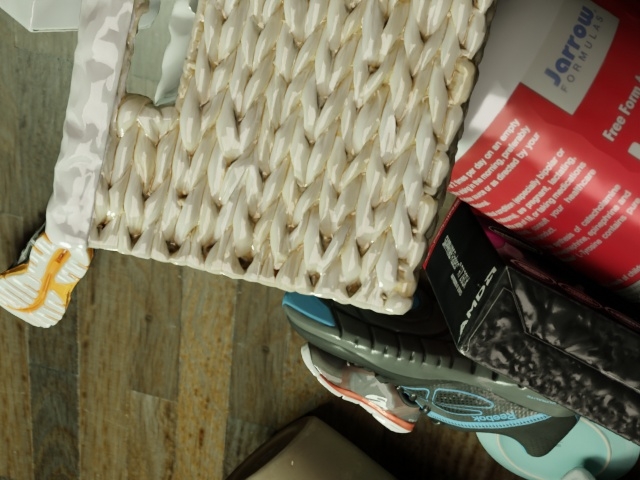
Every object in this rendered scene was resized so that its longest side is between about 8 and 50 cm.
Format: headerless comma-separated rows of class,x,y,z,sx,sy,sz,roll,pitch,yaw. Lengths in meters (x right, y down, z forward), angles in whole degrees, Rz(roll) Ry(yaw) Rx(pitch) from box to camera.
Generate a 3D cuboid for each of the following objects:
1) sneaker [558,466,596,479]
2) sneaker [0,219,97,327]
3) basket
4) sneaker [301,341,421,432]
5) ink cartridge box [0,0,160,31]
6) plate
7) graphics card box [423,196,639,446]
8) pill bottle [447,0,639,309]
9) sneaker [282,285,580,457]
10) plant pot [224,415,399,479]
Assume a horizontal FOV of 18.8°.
sneaker,0.357,0.326,2.069,0.366,0.210,0.137,-33,135,27
sneaker,-0.293,0.025,2.124,0.084,0.083,0.215,35,140,-14
basket,-0.011,-0.158,1.409,0.266,0.331,0.328,16,110,3
sneaker,0.052,0.147,2.141,0.158,0.061,0.065,33,109,-14
ink cartridge box,-0.237,-0.319,1.571,0.289,0.121,0.211,38,125,43
plate,0.260,0.220,2.142,0.188,0.024,0.188,11,137,11
graphics card box,0.224,0.073,1.781,0.232,0.371,0.094,28,100,-6
pill bottle,0.213,-0.112,1.674,0.407,0.229,0.229,31,136,-11
sneaker,0.114,0.136,2.034,0.340,0.125,0.140,20,132,1
plant pot,0.004,0.333,2.223,0.229,0.263,0.263,51,132,-5
